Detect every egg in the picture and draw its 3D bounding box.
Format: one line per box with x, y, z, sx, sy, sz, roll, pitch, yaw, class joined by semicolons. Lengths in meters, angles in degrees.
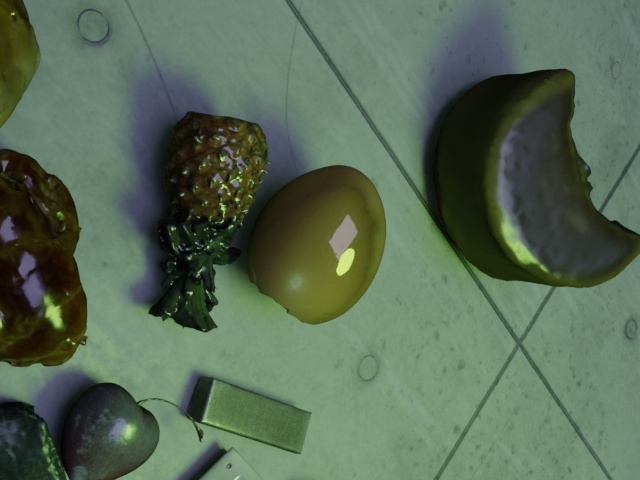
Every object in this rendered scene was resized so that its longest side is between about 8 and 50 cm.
0.000;0.000;1.297;0.201;0.201;0.244;14;114;-38;egg

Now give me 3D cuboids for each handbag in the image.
-0.412;0.326;1.080;0.175;0.089;0.270;-19;104;-28;handbag

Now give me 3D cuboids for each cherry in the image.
-0.269;0.283;1.164;0.188;0.115;0.148;54;32;-34;cherry

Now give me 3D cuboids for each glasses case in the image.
-0.108;0.274;1.333;0.205;0.047;0.071;27;71;-36;glasses case

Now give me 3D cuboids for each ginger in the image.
-0.428;0.014;0.999;0.357;0.152;0.274;9;86;-40;ginger

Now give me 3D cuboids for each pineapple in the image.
-0.160;-0.023;1.231;0.170;0.141;0.310;5;97;-63;pineapple

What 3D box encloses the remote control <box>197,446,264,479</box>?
-0.078;0.450;1.285;0.277;0.055;0.103;46;60;5;remote control

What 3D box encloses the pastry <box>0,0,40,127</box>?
-0.492;-0.218;0.841;0.409;0.245;0.409;16;56;-25;pastry

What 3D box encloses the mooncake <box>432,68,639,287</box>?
0.404;-0.116;1.593;0.393;0.246;0.394;16;82;-30;mooncake
